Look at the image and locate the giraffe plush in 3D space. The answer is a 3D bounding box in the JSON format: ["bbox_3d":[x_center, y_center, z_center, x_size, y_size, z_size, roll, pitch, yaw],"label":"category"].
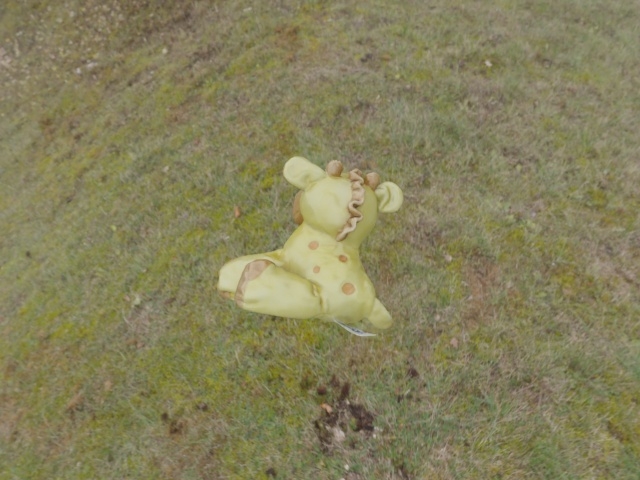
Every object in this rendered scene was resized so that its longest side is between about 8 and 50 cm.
[{"bbox_3d":[0.000,0.000,0.567,0.210,0.181,0.171,9,87,45],"label":"giraffe plush"}]
